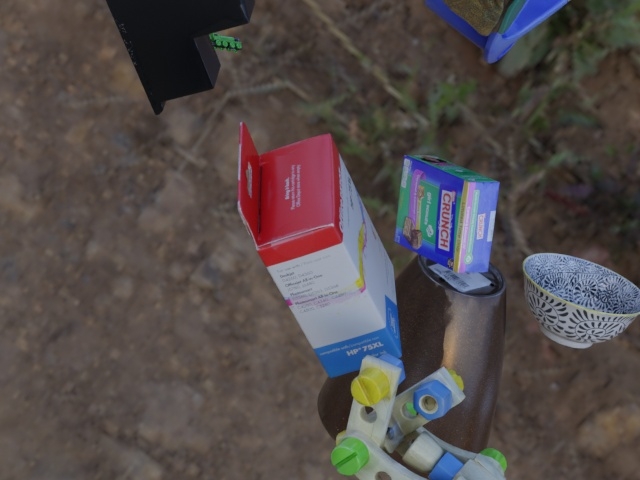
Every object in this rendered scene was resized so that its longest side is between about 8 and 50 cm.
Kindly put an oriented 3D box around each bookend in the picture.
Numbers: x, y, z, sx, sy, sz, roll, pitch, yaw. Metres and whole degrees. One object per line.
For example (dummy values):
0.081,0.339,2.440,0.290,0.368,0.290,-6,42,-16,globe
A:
-0.134,-0.238,1.551,0.072,0.157,0.156,-82,155,-56,bookend

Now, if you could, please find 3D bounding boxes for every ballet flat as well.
0.195,-0.309,1.490,0.123,0.123,0.348,38,-10,0,ballet flat

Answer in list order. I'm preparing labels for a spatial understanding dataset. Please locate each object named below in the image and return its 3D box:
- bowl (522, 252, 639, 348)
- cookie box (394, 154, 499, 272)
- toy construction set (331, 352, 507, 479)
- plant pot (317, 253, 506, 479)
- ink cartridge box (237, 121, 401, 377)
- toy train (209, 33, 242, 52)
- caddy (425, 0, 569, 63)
0.335,0.089,1.848,0.170,0.080,0.170,13,23,-6,bowl
0.120,-0.027,1.355,0.040,0.091,0.107,-4,18,-32,cookie box
0.051,0.260,1.310,0.215,0.327,0.151,44,46,7,toy construction set
0.130,0.130,1.665,0.215,0.230,0.215,14,30,-8,plant pot
0.000,0.000,1.313,0.134,0.078,0.231,-93,161,-48,ink cartridge box
-0.156,-0.302,2.139,0.083,0.017,0.023,3,62,-37,toy train
0.289,-0.401,1.903,0.179,0.341,0.241,34,-8,9,caddy
